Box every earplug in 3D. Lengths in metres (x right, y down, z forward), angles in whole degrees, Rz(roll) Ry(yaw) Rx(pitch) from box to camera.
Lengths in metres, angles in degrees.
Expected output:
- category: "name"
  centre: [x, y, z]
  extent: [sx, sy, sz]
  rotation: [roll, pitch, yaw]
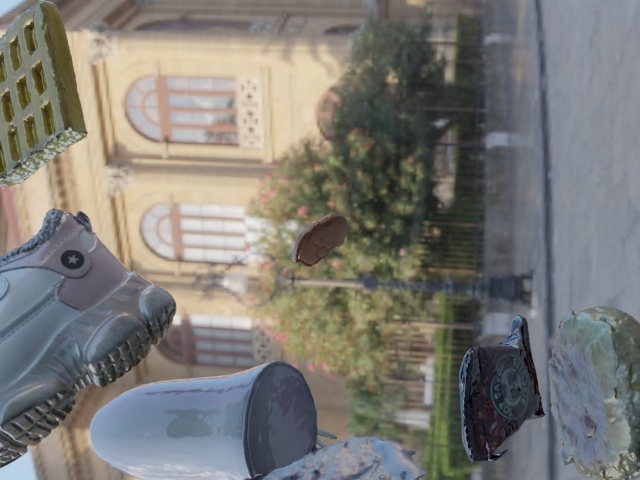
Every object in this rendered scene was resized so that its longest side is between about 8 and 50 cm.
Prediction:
- category: "earplug"
  centre: [-0.175, 0.249, 1.221]
  extent: [0.172, 0.301, 0.172]
  rotation: [23, -116, -58]

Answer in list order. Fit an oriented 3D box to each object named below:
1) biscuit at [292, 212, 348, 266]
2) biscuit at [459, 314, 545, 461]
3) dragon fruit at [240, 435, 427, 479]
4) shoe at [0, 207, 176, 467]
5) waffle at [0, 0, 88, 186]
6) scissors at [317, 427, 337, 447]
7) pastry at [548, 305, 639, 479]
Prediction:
- category: "biscuit"
  centre: [0.000, 0.000, 1.788]
  extent: [0.130, 0.019, 0.102]
  rotation: [-31, -39, -25]
- category: "biscuit"
  centre: [0.253, 0.197, 1.280]
  extent: [0.235, 0.063, 0.151]
  rotation: [-16, -86, -55]
- category: "dragon fruit"
  centre: [-0.014, 0.321, 0.773]
  extent: [0.221, 0.283, 0.203]
  rotation: [37, 142, 55]
- category: "shoe"
  centre: [-0.350, 0.119, 1.064]
  extent: [0.351, 0.198, 0.172]
  rotation: [-35, -13, -26]
- category: "waffle"
  centre: [-0.467, -0.227, 1.498]
  extent: [0.055, 0.248, 0.221]
  rotation: [-1, -107, -46]
- category: "scissors"
  centre: [-0.034, 0.318, 1.598]
  extent: [0.248, 0.017, 0.144]
  rotation: [38, -168, -37]
- category: "pastry"
  centre: [0.510, 0.276, 1.651]
  extent: [0.330, 0.136, 0.329]
  rotation: [173, 90, -80]
